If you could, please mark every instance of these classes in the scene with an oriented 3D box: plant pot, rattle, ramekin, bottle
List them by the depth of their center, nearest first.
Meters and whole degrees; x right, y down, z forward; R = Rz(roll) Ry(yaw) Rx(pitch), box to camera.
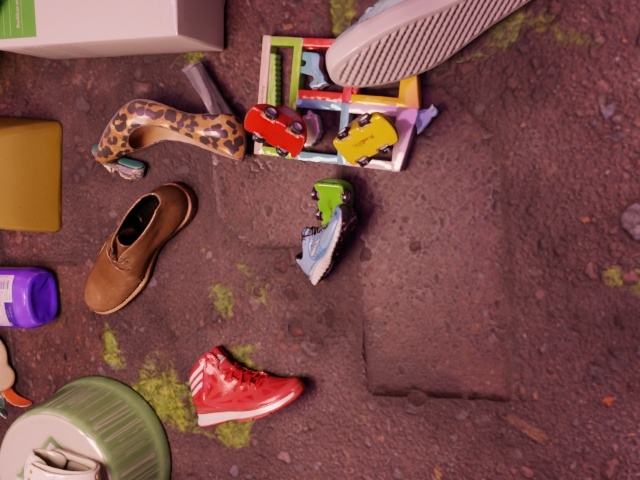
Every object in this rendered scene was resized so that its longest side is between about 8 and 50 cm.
[{"bbox_3d":[-0.621,-0.121,1.260,0.212,0.187,0.212,8,100,20],"label":"plant pot"},{"bbox_3d":[-0.447,0.421,1.289,0.303,0.148,0.303,3,99,21],"label":"ramekin"},{"bbox_3d":[-0.652,0.110,1.355,0.283,0.092,0.118,-1,96,21],"label":"bottle"},{"bbox_3d":[-0.695,0.278,1.410,0.143,0.130,0.199,-27,114,33],"label":"rattle"}]

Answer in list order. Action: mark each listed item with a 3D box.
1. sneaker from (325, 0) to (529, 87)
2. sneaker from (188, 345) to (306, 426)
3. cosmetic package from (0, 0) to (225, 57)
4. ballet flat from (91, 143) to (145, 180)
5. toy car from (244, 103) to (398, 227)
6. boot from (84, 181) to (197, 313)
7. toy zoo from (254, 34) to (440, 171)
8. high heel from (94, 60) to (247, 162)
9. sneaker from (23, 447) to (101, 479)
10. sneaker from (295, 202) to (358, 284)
[{"bbox_3d":[0.158,-0.350,0.960,0.366,0.135,0.150,-28,64,8],"label":"sneaker"},{"bbox_3d":[-0.140,0.237,1.179,0.221,0.087,0.128,-20,91,21],"label":"sneaker"},{"bbox_3d":[-0.349,-0.409,1.132,0.365,0.155,0.197,2,96,22],"label":"cosmetic package"},{"bbox_3d":[-0.365,-0.136,1.240,0.114,0.041,0.041,24,105,18],"label":"ballet flat"},{"bbox_3d":[0.014,-0.111,1.053,0.239,0.053,0.225,8,133,21],"label":"toy car"},{"bbox_3d":[-0.346,0.019,1.213,0.112,0.115,0.305,44,111,8],"label":"boot"},{"bbox_3d":[0.040,-0.214,1.075,0.293,0.030,0.192,8,100,20],"label":"toy zoo"},{"bbox_3d":[-0.254,-0.155,1.159,0.261,0.093,0.186,-34,78,13],"label":"high heel"},{"bbox_3d":[-0.498,0.432,1.179,0.292,0.108,0.169,-2,95,11],"label":"sneaker"},{"bbox_3d":[0.000,0.000,1.080,0.073,0.063,0.162,39,132,11],"label":"sneaker"}]
